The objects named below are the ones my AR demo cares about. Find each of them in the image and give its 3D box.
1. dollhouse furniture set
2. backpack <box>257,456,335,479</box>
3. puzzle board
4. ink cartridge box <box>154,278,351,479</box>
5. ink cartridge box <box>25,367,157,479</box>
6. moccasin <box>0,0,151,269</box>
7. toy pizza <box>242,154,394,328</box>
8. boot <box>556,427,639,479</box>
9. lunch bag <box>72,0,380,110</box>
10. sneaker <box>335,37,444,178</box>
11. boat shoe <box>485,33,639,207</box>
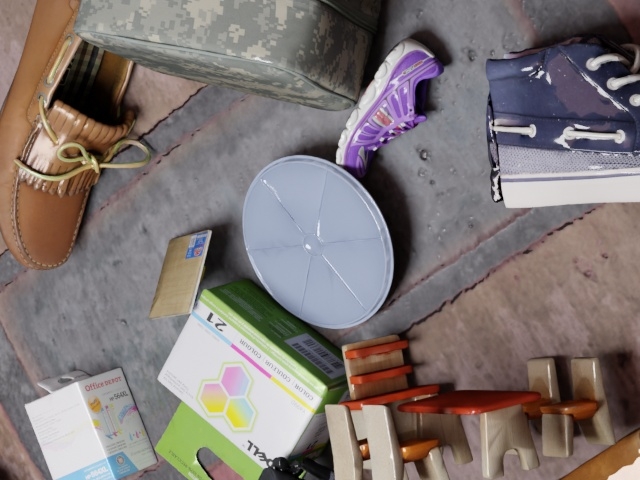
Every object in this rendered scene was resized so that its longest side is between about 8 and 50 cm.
[{"bbox_3d":[0.120,0.164,1.716,0.259,0.262,0.135,-9,90,61],"label":"dollhouse furniture set"},{"bbox_3d":[0.008,0.330,1.836,0.115,0.182,0.152,-45,39,30],"label":"backpack"},{"bbox_3d":[-0.157,0.040,1.922,0.128,0.011,0.096,-12,61,64],"label":"puzzle board"},{"bbox_3d":[-0.094,0.202,1.916,0.189,0.097,0.255,37,112,20],"label":"ink cartridge box"},{"bbox_3d":[-0.277,0.222,2.024,0.090,0.092,0.143,-24,85,29],"label":"ink cartridge box"},{"bbox_3d":[-0.277,-0.144,1.956,0.147,0.139,0.380,25,100,37],"label":"moccasin"},{"bbox_3d":[0.000,0.000,1.859,0.201,0.032,0.201,16,119,31],"label":"toy pizza"},{"bbox_3d":[0.280,0.362,1.753,0.280,0.096,0.264,-28,75,22],"label":"boot"},{"bbox_3d":[-0.087,-0.298,1.790,0.305,0.212,0.256,14,87,26],"label":"lunch bag"},{"bbox_3d":[0.073,-0.130,1.797,0.071,0.068,0.170,34,116,8],"label":"sneaker"},{"bbox_3d":[0.307,-0.124,1.624,0.340,0.127,0.158,-5,102,30],"label":"boat shoe"}]
